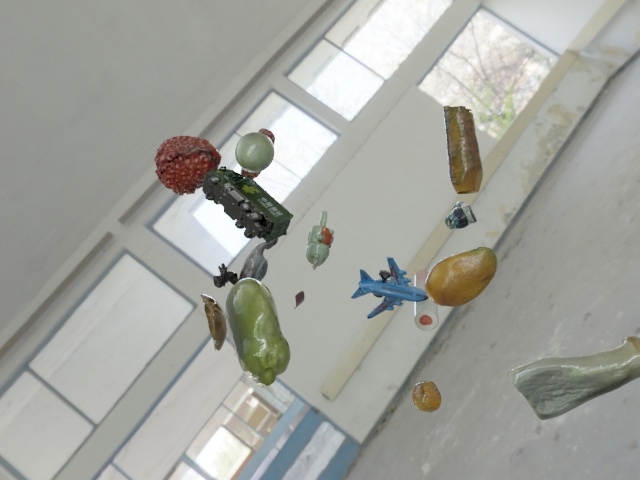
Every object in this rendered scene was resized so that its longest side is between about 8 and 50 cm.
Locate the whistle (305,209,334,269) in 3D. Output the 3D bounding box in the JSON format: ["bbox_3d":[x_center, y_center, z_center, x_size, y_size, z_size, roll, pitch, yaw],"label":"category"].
[{"bbox_3d":[-0.002,0.000,1.887,0.102,0.106,0.253,-28,45,49],"label":"whistle"}]

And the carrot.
[{"bbox_3d":[0.480,-0.308,1.649,0.114,0.114,0.301,-3,-92,-80],"label":"carrot"}]

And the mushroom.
[{"bbox_3d":[0.643,0.328,1.197,0.329,0.159,0.122,-25,38,14],"label":"mushroom"}]

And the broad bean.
[{"bbox_3d":[-0.160,0.219,1.197,0.119,0.291,0.237,-9,-56,-20],"label":"broad bean"}]

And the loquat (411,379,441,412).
[{"bbox_3d":[0.462,0.676,2.123,0.137,0.137,0.113,-51,0,-23],"label":"loquat"}]

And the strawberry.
[{"bbox_3d":[-0.436,-0.266,1.654,0.245,0.205,0.205,-5,29,39],"label":"strawberry"}]

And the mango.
[{"bbox_3d":[0.307,0.082,1.065,0.165,0.115,0.089,-23,24,-2],"label":"mango"}]

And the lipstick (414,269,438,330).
[{"bbox_3d":[0.402,0.220,1.871,0.087,0.087,0.327,-57,4,25],"label":"lipstick"}]

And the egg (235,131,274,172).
[{"bbox_3d":[-0.191,-0.259,1.433,0.114,0.114,0.152,-57,8,25],"label":"egg"}]

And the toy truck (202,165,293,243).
[{"bbox_3d":[-0.212,-0.104,1.374,0.121,0.259,0.088,-28,-28,-45],"label":"toy truck"}]

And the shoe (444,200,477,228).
[{"bbox_3d":[0.523,-0.091,1.867,0.106,0.091,0.207,-27,4,11],"label":"shoe"}]

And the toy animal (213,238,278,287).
[{"bbox_3d":[-0.240,0.084,1.796,0.324,0.090,0.195,-43,-40,-23],"label":"toy animal"}]

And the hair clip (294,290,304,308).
[{"bbox_3d":[-0.102,0.288,2.337,0.054,0.022,0.137,-36,-24,-28],"label":"hair clip"}]

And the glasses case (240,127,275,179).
[{"bbox_3d":[-0.218,-0.303,1.718,0.194,0.073,0.049,-59,33,26],"label":"glasses case"}]

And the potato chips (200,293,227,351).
[{"bbox_3d":[-0.342,0.265,1.610,0.062,0.195,0.208,-13,-1,-19],"label":"potato chips"}]

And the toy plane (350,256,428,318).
[{"bbox_3d":[0.252,0.173,1.728,0.105,0.272,0.254,-113,34,-60],"label":"toy plane"}]
